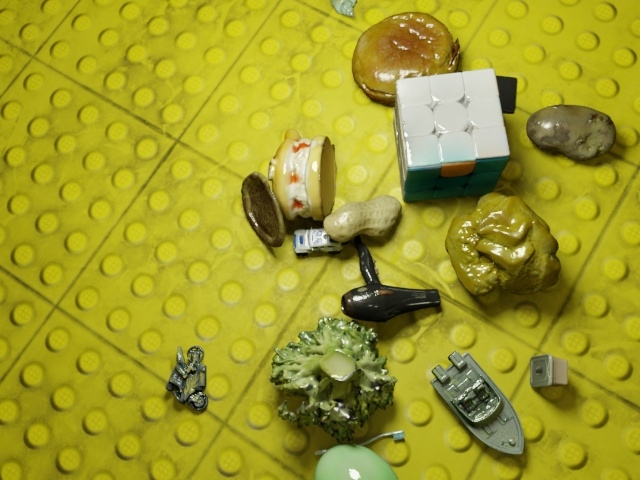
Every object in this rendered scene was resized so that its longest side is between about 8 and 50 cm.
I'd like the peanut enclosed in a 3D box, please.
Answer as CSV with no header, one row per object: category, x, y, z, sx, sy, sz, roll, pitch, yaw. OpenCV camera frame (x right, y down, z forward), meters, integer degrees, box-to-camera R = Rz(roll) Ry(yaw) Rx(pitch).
peanut,0.131,-0.060,1.833,0.275,0.111,0.125,-16,87,-25

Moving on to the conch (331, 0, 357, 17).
conch,0.084,-0.838,2.119,0.088,0.065,0.180,-27,67,-2

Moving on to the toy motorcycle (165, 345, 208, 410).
toy motorcycle,-0.399,0.410,1.804,0.124,0.061,0.193,-6,81,-3

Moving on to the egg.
egg,0.100,0.665,1.599,0.220,0.220,0.269,-31,70,-4

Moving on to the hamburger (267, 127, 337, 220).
hamburger,-0.057,-0.207,1.853,0.187,0.261,0.302,4,70,11

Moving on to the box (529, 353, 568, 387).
box,0.636,0.366,1.692,0.062,0.122,0.089,8,74,-4

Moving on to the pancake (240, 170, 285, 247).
pancake,-0.173,-0.091,1.848,0.031,0.250,0.250,-21,71,-28

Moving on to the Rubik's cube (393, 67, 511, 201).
Rubik's cube,0.377,-0.304,1.818,0.291,0.291,0.291,-5,73,5

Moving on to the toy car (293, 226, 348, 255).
toy car,0.000,0.000,1.880,0.171,0.070,0.080,-3,73,5

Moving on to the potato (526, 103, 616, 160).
potato,0.767,-0.339,1.867,0.263,0.165,0.164,19,76,7

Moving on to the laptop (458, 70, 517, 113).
laptop,0.543,-0.488,2.002,0.197,0.016,0.135,9,74,6

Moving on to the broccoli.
broccoli,0.032,0.381,1.688,0.324,0.272,0.334,-39,70,14

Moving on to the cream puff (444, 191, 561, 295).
cream puff,0.506,0.025,1.724,0.270,0.274,0.323,-24,70,-12

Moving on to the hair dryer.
hair dryer,0.181,0.076,1.830,0.304,0.120,0.359,-7,58,-15

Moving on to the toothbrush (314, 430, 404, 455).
toothbrush,0.110,0.576,1.728,0.263,0.022,0.026,-12,61,2

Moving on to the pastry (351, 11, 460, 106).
pastry,0.273,-0.592,1.981,0.356,0.164,0.355,-2,75,8

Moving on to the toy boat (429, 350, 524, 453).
toy boat,0.448,0.460,1.693,0.141,0.092,0.319,-39,75,-4
